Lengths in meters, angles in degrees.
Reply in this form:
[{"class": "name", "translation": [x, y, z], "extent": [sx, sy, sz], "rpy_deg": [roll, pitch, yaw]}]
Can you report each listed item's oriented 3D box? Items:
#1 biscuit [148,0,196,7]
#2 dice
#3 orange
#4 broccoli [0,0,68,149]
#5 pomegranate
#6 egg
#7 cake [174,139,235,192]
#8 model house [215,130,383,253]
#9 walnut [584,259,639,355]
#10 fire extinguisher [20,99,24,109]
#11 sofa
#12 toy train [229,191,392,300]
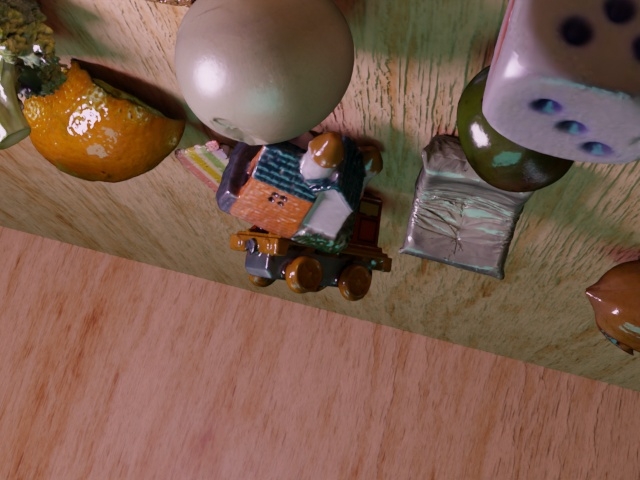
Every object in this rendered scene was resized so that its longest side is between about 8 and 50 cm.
[{"class": "biscuit", "translation": [-0.263, -0.363, 1.260], "extent": [0.199, 0.034, 0.064], "rpy_deg": [13, 165, 14]}, {"class": "dice", "translation": [0.286, -0.201, 0.957], "extent": [0.192, 0.194, 0.193], "rpy_deg": [14, 164, 3]}, {"class": "orange", "translation": [-0.426, -0.215, 1.769], "extent": [0.335, 0.196, 0.263], "rpy_deg": [-3, 170, 36]}, {"class": "broccoli", "translation": [-0.539, -0.293, 1.463], "extent": [0.260, 0.235, 0.288], "rpy_deg": [37, 168, -3]}, {"class": "pomegranate", "translation": [0.289, -0.160, 1.179], "extent": [0.224, 0.181, 0.181], "rpy_deg": [-13, 151, 34]}, {"class": "egg", "translation": [-0.076, -0.234, 1.173], "extent": [0.219, 0.219, 0.269], "rpy_deg": [25, 160, -32]}, {"class": "cake", "translation": [-0.186, -0.133, 1.844], "extent": [0.109, 0.090, 0.225], "rpy_deg": [-10, 161, 33]}, {"class": "model house", "translation": [-0.013, -0.140, 1.636], "extent": [0.271, 0.190, 0.301], "rpy_deg": [23, 149, -11]}, {"class": "walnut", "translation": [0.675, 0.133, 1.822], "extent": [0.298, 0.203, 0.203], "rpy_deg": [18, 166, -3]}, {"class": "fire extinguisher", "translation": [-0.666, -0.333, 1.707], "extent": [0.147, 0.106, 0.337], "rpy_deg": [45, 177, 23]}, {"class": "sofa", "translation": [0.254, -0.058, 1.563], "extent": [0.210, 0.176, 0.225], "rpy_deg": [16, 166, 3]}, {"class": "toy train", "translation": [0.000, 0.000, 1.868], "extent": [0.369, 0.231, 0.163], "rpy_deg": [10, 176, -41]}]
